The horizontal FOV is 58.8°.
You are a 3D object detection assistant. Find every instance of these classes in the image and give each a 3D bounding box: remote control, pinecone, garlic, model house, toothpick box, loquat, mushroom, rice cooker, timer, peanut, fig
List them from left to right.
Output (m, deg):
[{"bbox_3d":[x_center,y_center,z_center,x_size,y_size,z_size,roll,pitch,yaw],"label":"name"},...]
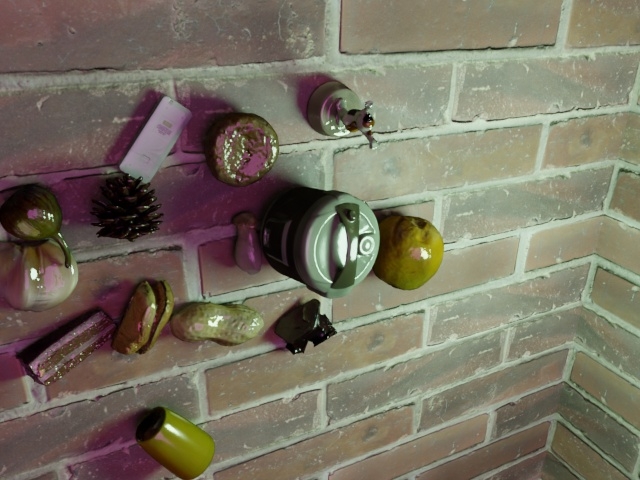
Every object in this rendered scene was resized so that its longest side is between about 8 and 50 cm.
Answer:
[{"bbox_3d":[-0.794,0.110,1.592,0.217,0.110,0.228,-8,116,-30],"label":"garlic"},{"bbox_3d":[-0.735,-0.027,1.521,0.149,0.149,0.245,-37,115,-9],"label":"fig"},{"bbox_3d":[-0.542,-0.090,1.586,0.207,0.207,0.208,-12,118,-24],"label":"pinecone"},{"bbox_3d":[-0.471,-0.287,1.622,0.103,0.034,0.250,30,97,-35],"label":"remote control"},{"bbox_3d":[-0.513,0.700,1.986,0.175,0.175,0.271,-41,122,-6],"label":"toothpick box"},{"bbox_3d":[-0.346,0.279,1.901,0.313,0.149,0.149,9,108,-32],"label":"peanut"},{"bbox_3d":[-0.238,0.015,1.855,0.088,0.097,0.213,-7,114,-19],"label":"mushroom"},{"bbox_3d":[-0.052,0.333,2.112,0.203,0.141,0.164,-27,148,9],"label":"model house"},{"bbox_3d":[0.000,0.000,1.811,0.335,0.325,0.336,-11,108,-35],"label":"rice cooker"},{"bbox_3d":[0.092,-0.378,1.745,0.175,0.266,0.175,-12,118,-24],"label":"timer"},{"bbox_3d":[0.313,0.048,2.081,0.275,0.276,0.284,5,113,-30],"label":"loquat"}]

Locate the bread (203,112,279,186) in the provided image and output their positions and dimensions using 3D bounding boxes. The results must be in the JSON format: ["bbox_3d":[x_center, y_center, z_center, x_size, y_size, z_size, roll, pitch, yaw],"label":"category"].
[{"bbox_3d":[-0.242,-0.277,1.700,0.229,0.123,0.230,-10,120,-19],"label":"bread"}]

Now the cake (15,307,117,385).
[{"bbox_3d":[-0.761,0.325,1.718,0.295,0.112,0.116,-34,127,-18],"label":"cake"}]

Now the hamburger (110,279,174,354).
[{"bbox_3d":[-0.540,0.252,1.781,0.124,0.131,0.262,12,107,-53],"label":"hamburger"}]
